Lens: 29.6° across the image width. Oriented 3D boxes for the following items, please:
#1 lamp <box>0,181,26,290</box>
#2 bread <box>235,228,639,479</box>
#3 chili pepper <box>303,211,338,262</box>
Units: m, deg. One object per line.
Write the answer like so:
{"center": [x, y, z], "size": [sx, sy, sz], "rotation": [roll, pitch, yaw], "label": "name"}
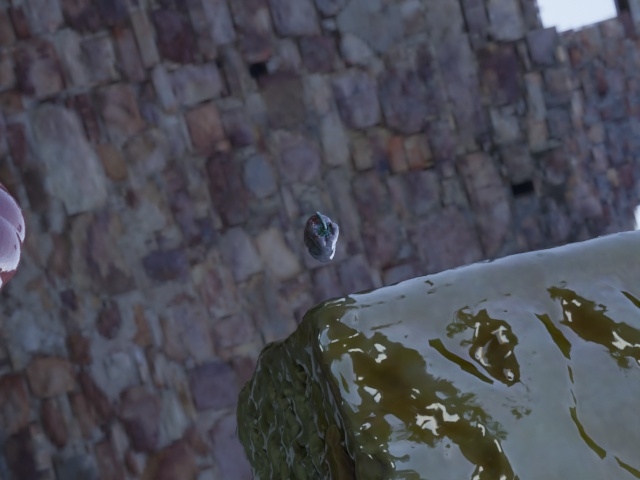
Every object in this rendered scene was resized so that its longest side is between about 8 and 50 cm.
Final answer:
{"center": [-0.376, 0.013, 1.222], "size": [0.140, 0.182, 0.182], "rotation": [46, 17, -42], "label": "lamp"}
{"center": [0.090, 0.109, 0.628], "size": [0.196, 0.252, 0.238], "rotation": [99, -25, -44], "label": "bread"}
{"center": [-0.001, 0.000, 1.559], "size": [0.153, 0.041, 0.050], "rotation": [104, -19, -74], "label": "chili pepper"}
